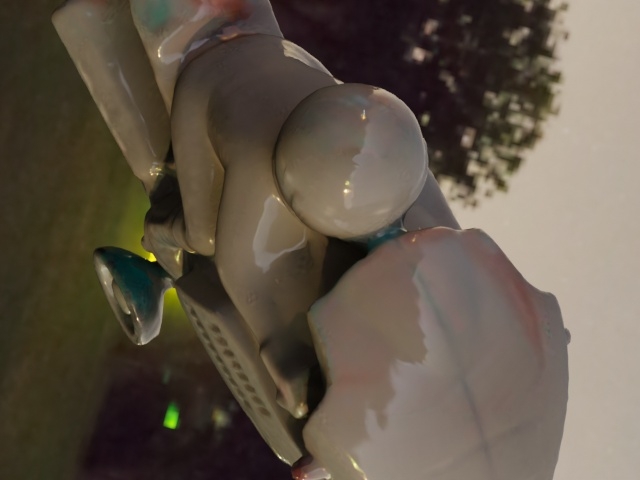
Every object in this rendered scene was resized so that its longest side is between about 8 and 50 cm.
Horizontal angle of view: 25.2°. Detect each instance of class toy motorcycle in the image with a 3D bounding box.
[{"bbox_3d":[0.000,0.000,0.458,0.260,0.110,0.171,61,-20,15],"label":"toy motorcycle"}]
